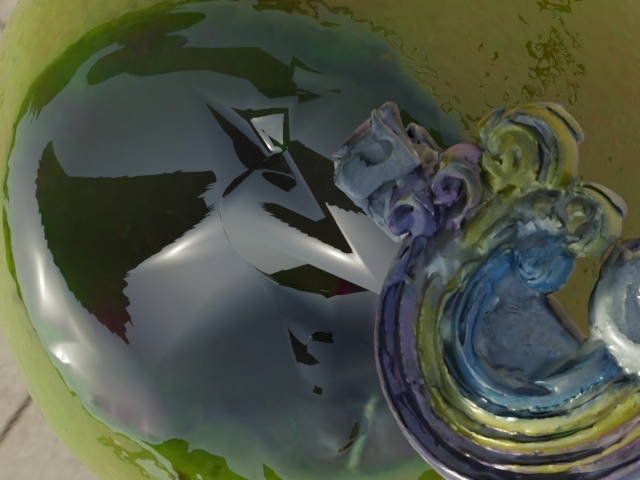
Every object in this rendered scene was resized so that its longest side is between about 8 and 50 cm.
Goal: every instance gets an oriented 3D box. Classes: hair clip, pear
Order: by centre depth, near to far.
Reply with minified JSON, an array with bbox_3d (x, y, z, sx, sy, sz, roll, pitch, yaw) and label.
[{"bbox_3d":[0.067,0.025,0.603,0.116,0.049,0.172,-50,63,21],"label":"hair clip"},{"bbox_3d":[0.000,-0.003,0.872,0.399,0.165,0.398,3,104,11],"label":"pear"}]
